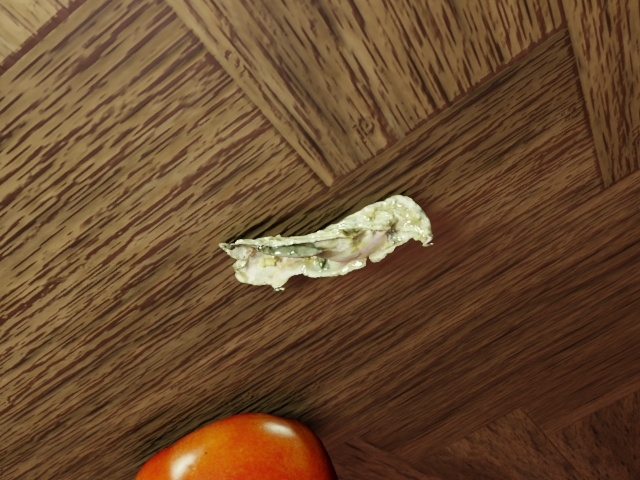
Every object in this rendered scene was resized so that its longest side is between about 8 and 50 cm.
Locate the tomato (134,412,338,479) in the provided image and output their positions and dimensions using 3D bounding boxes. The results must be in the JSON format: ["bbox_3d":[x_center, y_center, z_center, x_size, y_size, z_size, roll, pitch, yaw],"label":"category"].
[{"bbox_3d":[-0.104,0.377,0.713,0.298,0.226,0.298,-10,132,-11],"label":"tomato"}]

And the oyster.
[{"bbox_3d":[-0.001,0.003,0.525,0.200,0.061,0.106,-2,151,-17],"label":"oyster"}]
